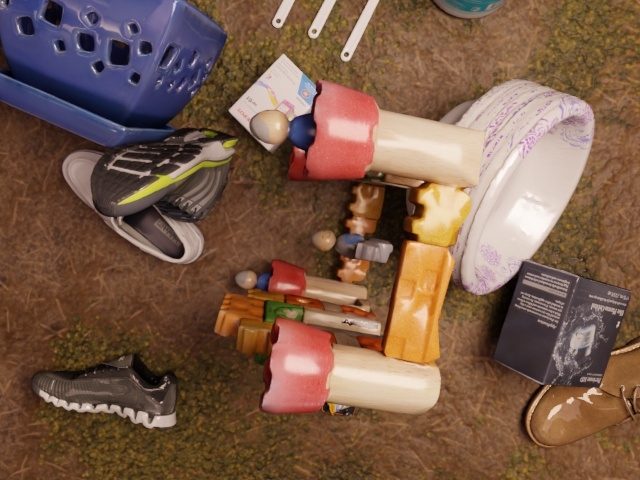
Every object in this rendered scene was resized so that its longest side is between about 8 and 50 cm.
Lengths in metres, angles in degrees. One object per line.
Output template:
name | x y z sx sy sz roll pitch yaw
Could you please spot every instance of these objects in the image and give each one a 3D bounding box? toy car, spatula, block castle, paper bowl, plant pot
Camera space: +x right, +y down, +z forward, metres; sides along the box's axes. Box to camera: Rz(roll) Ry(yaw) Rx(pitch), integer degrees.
toy car | 0.021 0.224 0.888 0.060 0.040 0.122 -3 80 -21
spatula | 0.040 -0.413 0.847 0.168 0.019 0.242 27 94 -2
block castle | 0.000 0.000 0.666 0.213 0.453 0.302 10 95 -7
paper bowl | 0.230 -0.078 0.752 0.148 0.284 0.284 34 95 34
plant pot | -0.296 -0.255 0.764 0.236 0.236 0.212 23 101 0

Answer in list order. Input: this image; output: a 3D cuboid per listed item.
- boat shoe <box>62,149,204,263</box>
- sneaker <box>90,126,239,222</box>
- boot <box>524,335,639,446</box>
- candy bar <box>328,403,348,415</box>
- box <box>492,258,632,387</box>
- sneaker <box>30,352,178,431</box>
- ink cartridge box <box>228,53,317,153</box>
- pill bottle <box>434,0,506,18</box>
boat shoe | -0.294 -0.056 0.845 0.258 0.084 0.095 33 94 -1
sneaker | -0.195 -0.074 0.748 0.111 0.300 0.121 11 112 15
boot | 0.460 0.233 0.837 0.305 0.115 0.112 -30 95 4
candy bar | 0.082 0.238 0.871 0.162 0.018 0.040 -12 95 -20
box | 0.357 0.125 0.807 0.156 0.093 0.158 13 96 -35
sneaker | -0.334 0.223 0.873 0.234 0.078 0.106 15 91 -4
ink cartridge box | -0.067 -0.208 0.846 0.088 0.052 0.122 44 95 -2
pill bottle | 0.228 -0.405 0.720 0.146 0.264 0.146 0 94 1
